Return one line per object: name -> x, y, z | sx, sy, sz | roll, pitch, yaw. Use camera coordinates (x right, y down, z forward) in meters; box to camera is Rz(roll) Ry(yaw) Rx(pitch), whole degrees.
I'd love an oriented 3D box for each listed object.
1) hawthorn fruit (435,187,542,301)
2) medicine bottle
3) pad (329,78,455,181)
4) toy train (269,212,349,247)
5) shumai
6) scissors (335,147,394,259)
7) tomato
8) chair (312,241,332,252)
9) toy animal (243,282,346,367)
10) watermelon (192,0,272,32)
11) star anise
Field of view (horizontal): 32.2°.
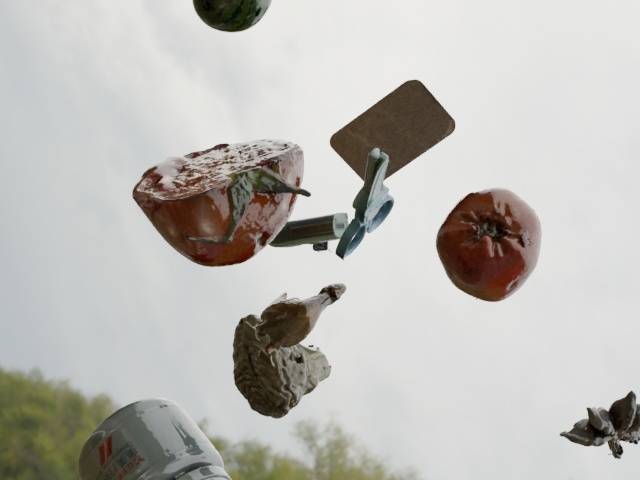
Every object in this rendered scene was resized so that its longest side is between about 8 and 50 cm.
hawthorn fruit -> 0.339, 0.031, 2.248 | 0.211, 0.211, 0.299 | 51, -17, 30
medicine bottle -> -0.295, 0.480, 2.127 | 0.306, 0.245, 0.245 | 44, -29, 31
pad -> 0.166, -0.246, 2.556 | 0.176, 0.266, 0.002 | 44, 25, -26
toy train -> -0.044, -0.015, 2.217 | 0.252, 0.048, 0.055 | -10, -93, 47
shumai -> -0.070, 0.234, 2.145 | 0.206, 0.175, 0.166 | 63, -35, 21
scissors -> 0.071, -0.060, 1.601 | 0.030, 0.125, 0.256 | 38, -21, 15
tomato -> -0.157, -0.050, 1.792 | 0.309, 0.309, 0.170 | 18, -57, 61
chair -> 0.000, 0.002, 2.412 | 0.086, 0.037, 0.042 | -137, -129, -64
toy animal -> -0.048, 0.127, 1.861 | 0.089, 0.179, 0.188 | 57, -21, -7
watermelon -> -0.141, -0.442, 1.888 | 0.187, 0.140, 0.141 | -48, -113, 40
star anise -> 0.595, 0.370, 2.221 | 0.172, 0.208, 0.063 | -46, -139, 24
